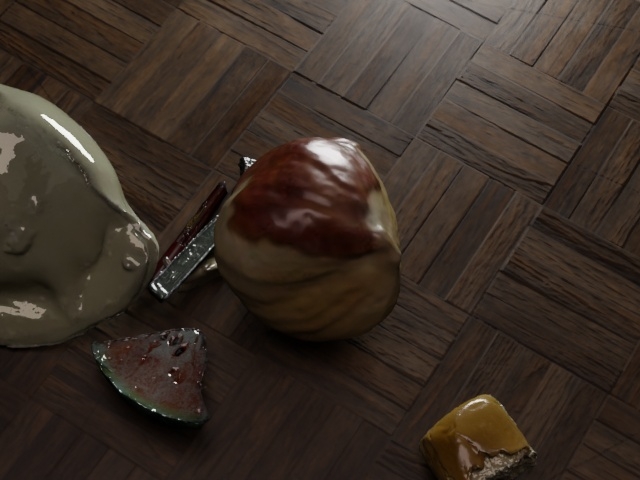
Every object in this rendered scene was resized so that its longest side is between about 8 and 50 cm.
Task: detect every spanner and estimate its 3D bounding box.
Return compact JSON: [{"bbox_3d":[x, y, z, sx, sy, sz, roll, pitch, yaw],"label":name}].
[{"bbox_3d":[-0.120,-0.024,1.831,0.093,0.026,0.325,32,51,10],"label":"spanner"}]

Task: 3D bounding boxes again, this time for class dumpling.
[{"bbox_3d":[-0.400,-0.023,1.779,0.395,0.233,0.315,37,96,2],"label":"dumpling"}]

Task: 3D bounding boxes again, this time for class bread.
[{"bbox_3d":[0.187,0.248,1.692,0.125,0.082,0.106,-29,72,-15],"label":"bread"}]

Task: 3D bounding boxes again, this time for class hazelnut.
[{"bbox_3d":[0.000,0.000,1.732,0.241,0.261,0.261,-2,54,32],"label":"hazelnut"}]

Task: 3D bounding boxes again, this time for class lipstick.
[{"bbox_3d":[-0.172,-0.008,1.852,0.027,0.027,0.176,27,61,12],"label":"lipstick"}]

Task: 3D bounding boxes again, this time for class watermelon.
[{"bbox_3d":[-0.185,0.165,1.731,0.187,0.071,0.139,34,56,24],"label":"watermelon"}]

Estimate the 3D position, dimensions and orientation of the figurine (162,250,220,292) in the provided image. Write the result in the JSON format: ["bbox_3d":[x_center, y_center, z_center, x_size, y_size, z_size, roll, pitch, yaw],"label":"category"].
[{"bbox_3d":[-0.157,0.029,1.814,0.083,0.047,0.050,-22,76,-34],"label":"figurine"}]
